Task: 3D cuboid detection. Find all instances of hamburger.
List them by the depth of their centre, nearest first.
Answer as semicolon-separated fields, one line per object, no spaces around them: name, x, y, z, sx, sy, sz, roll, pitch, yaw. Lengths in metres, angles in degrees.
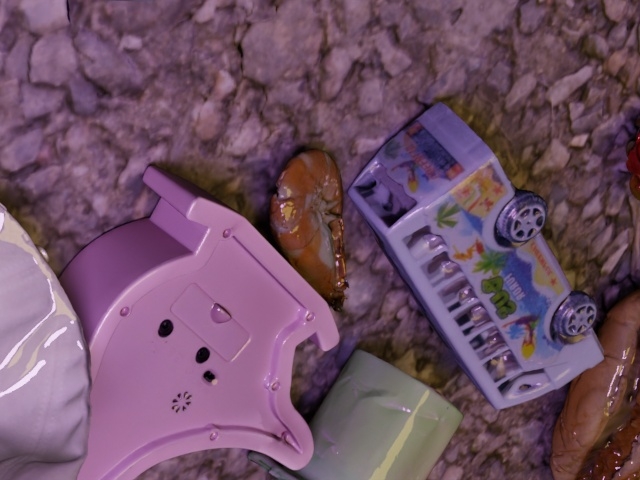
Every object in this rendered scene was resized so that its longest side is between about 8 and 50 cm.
hamburger;0.370;0.177;1.702;0.260;0.145;0.283;10;103;-46

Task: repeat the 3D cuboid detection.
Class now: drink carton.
drink carton;0.047;0.186;1.438;0.142;0.144;0.146;-56;137;-8

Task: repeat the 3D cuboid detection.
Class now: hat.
hat;-0.320;0.102;1.087;0.301;0.168;0.257;-25;109;3

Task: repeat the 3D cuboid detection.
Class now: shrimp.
shrimp;0.000;0.000;1.345;0.091;0.043;0.184;-49;143;-34

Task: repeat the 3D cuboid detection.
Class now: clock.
clock;-0.115;0.118;1.297;0.275;0.080;0.290;-51;135;-4

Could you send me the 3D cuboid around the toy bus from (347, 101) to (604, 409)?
toy bus;0.149;0.028;1.453;0.136;0.109;0.329;-38;134;-3

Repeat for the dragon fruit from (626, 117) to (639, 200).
dragon fruit;0.392;-0.081;1.566;0.208;0.133;0.150;-7;160;-35
